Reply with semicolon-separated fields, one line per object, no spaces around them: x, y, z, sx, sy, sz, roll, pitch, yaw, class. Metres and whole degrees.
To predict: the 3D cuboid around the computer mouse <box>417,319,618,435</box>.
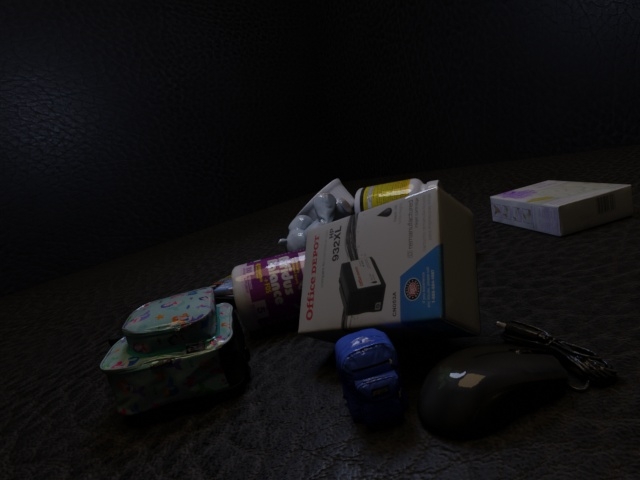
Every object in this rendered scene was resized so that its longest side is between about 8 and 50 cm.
0.255;0.182;0.596;0.272;0.072;0.188;-18;15;-20;computer mouse

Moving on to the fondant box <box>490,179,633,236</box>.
0.738;-0.112;1.298;0.238;0.096;0.330;-16;12;-7;fondant box

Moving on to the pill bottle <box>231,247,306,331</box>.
-0.052;0.108;1.014;0.302;0.169;0.169;-15;13;-3;pill bottle

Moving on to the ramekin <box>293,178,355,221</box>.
0.024;-0.118;1.741;0.277;0.135;0.277;-45;-2;-2;ramekin

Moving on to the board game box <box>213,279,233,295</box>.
-0.270;0.141;1.271;0.090;0.020;0.090;-9;15;21;board game box

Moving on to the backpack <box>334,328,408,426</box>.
0.079;0.197;0.606;0.098;0.120;0.101;-15;13;-10;backpack

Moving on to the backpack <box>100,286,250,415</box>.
-0.286;0.214;0.802;0.254;0.191;0.225;-21;15;-7;backpack

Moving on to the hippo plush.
0.000;0.000;1.474;0.237;0.234;0.294;-25;45;40;hippo plush

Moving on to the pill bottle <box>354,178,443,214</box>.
0.321;-0.146;1.664;0.334;0.187;0.188;-7;14;28;pill bottle

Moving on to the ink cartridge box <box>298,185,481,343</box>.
0.112;0.063;0.750;0.129;0.223;0.307;24;-29;-39;ink cartridge box

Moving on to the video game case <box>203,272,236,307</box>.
-0.258;0.150;1.350;0.275;0.035;0.248;-5;16;38;video game case

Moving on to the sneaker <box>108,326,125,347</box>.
-0.507;0.258;1.110;0.170;0.051;0.089;-8;18;37;sneaker
